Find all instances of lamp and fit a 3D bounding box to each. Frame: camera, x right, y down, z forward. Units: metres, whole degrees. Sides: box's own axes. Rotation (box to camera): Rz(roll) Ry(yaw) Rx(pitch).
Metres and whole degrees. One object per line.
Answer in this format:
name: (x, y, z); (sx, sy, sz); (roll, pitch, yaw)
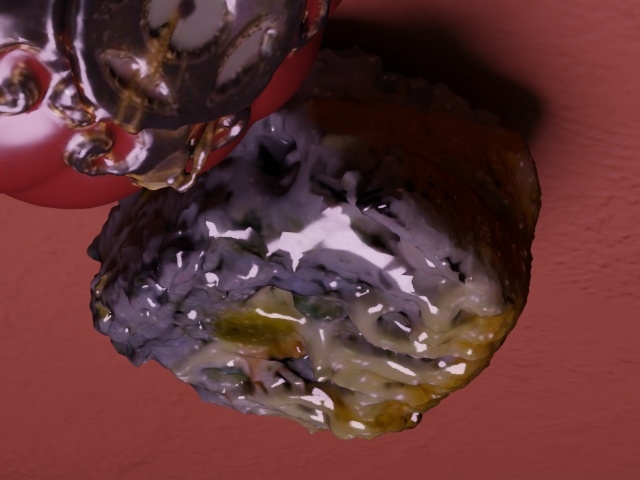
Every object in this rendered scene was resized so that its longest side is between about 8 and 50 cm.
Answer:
lamp: (-0.095, -0.124, 0.711); (0.227, 0.226, 0.227); (4, 145, 3)

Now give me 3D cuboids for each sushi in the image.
sushi: (0.000, 0.000, 0.922); (0.184, 0.139, 0.274); (22, 145, -20)
